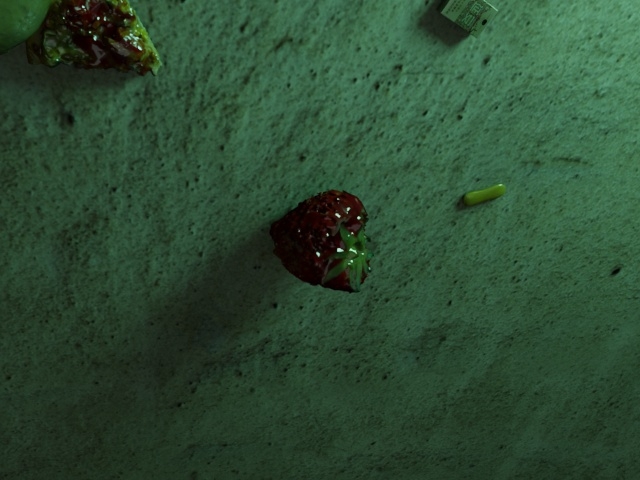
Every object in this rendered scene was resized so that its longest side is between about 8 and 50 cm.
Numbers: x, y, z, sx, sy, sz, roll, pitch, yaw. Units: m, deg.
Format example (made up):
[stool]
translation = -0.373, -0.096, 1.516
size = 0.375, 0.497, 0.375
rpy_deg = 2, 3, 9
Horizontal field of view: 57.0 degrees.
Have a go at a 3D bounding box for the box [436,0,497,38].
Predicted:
[box]
translation = 0.233, -0.367, 0.938
size = 0.083, 0.024, 0.053
rpy_deg = 22, 120, -25

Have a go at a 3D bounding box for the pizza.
[pizza]
translation = -0.311, -0.303, 0.843
size = 0.193, 0.053, 0.201
rpy_deg = 20, 120, -26

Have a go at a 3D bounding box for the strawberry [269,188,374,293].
[strawberry]
translation = 0.000, 0.000, 1.092
size = 0.202, 0.184, 0.187
rpy_deg = 7, 159, 28

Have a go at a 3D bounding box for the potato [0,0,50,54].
[potato]
translation = -0.432, -0.334, 0.728
size = 0.178, 0.160, 0.235
rpy_deg = 9, 113, -49

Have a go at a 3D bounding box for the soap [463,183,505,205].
[soap]
translation = 0.329, -0.091, 1.184
size = 0.089, 0.012, 0.034
rpy_deg = -17, 129, 1
